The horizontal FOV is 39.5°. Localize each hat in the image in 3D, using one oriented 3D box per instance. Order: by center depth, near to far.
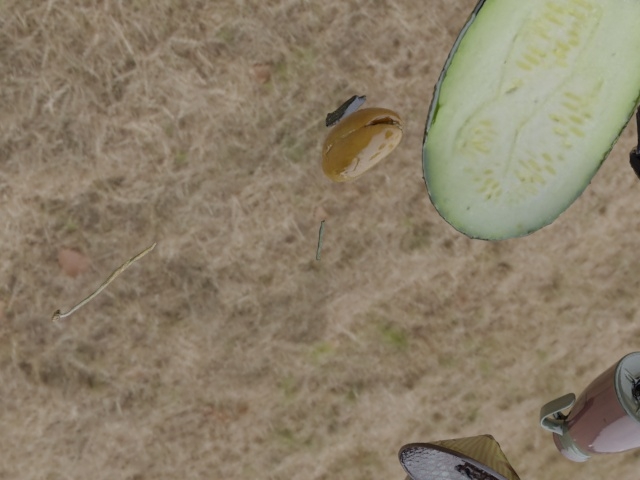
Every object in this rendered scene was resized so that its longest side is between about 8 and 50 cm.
[{"bbox_3d":[0.200,0.281,1.128,0.082,0.193,0.193,-58,150,-27],"label":"hat"}]

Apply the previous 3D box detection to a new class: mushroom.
[{"bbox_3d":[-0.476,0.093,1.982,0.286,0.028,0.026,-37,169,-16],"label":"mushroom"}]

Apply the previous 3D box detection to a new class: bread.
[{"bbox_3d":[0.062,-0.170,1.548,0.077,0.114,0.189,26,144,-28],"label":"bread"}]

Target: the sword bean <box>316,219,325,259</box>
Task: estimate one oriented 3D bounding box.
[{"bbox_3d":[0.000,0.000,1.761,0.012,0.012,0.083,-3,110,-31],"label":"sword bean"}]

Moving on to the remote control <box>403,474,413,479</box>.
[{"bbox_3d":[0.153,0.458,1.353,0.103,0.221,0.332,30,75,-13],"label":"remote control"}]

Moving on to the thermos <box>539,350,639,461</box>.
[{"bbox_3d":[0.506,0.312,1.596,0.176,0.146,0.265,21,145,-9],"label":"thermos"}]

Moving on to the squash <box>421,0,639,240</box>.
[{"bbox_3d":[0.252,-0.162,1.113,0.309,0.233,0.210,-60,177,-20],"label":"squash"}]

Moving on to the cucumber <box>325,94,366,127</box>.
[{"bbox_3d":[0.054,-0.285,1.966,0.033,0.034,0.135,5,164,-32],"label":"cucumber"}]

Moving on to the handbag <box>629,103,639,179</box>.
[{"bbox_3d":[0.676,-0.106,1.390,0.303,0.329,0.122,-11,137,1],"label":"handbag"}]
